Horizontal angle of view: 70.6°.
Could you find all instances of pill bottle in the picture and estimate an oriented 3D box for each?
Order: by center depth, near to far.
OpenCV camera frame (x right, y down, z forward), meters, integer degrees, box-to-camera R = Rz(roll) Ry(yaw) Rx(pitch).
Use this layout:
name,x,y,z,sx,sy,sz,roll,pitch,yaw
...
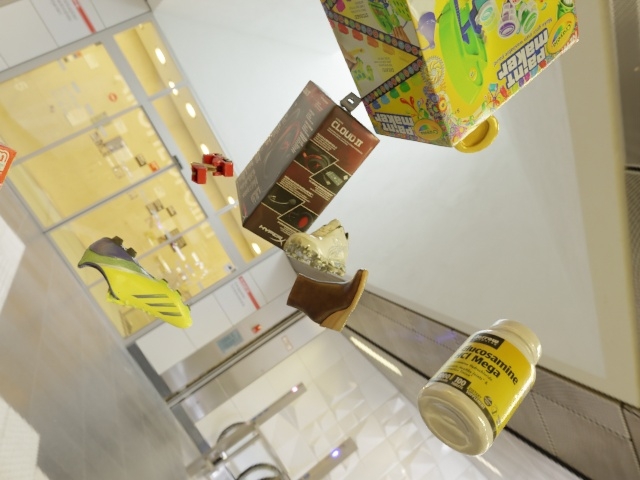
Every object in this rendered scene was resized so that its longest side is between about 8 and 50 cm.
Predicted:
name,x,y,z,sx,sy,sz,roll,pitch,yaw
pill bottle,0.405,0.343,1.117,0.188,0.334,0.188,31,-42,33

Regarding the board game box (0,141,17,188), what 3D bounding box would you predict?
name,x,y,z,sx,sy,sz,roll,pitch,yaw
board game box,-0.377,-0.105,0.350,0.193,0.045,0.147,28,3,6

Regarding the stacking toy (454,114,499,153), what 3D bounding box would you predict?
name,x,y,z,sx,sy,sz,roll,pitch,yaw
stacking toy,0.340,-0.390,1.108,0.130,0.279,0.309,-96,-159,-43

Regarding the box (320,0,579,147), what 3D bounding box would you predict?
name,x,y,z,sx,sy,sz,roll,pitch,yaw
box,0.182,-0.337,0.637,0.177,0.290,0.279,30,-24,53

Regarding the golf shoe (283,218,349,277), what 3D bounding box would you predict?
name,x,y,z,sx,sy,sz,roll,pitch,yaw
golf shoe,0.000,0.000,0.706,0.069,0.086,0.176,16,-7,21

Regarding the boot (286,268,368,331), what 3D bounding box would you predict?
name,x,y,z,sx,sy,sz,roll,pitch,yaw
boot,0.018,0.156,1.419,0.206,0.248,0.090,29,23,6

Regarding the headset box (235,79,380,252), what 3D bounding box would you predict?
name,x,y,z,sx,sy,sz,roll,pitch,yaw
headset box,-0.030,-0.157,0.851,0.110,0.293,0.218,32,17,-27

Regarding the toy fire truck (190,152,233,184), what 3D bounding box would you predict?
name,x,y,z,sx,sy,sz,roll,pitch,yaw
toy fire truck,-0.330,-0.216,1.333,0.192,0.135,0.047,36,-53,51

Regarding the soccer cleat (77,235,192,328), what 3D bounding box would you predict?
name,x,y,z,sx,sy,sz,roll,pitch,yaw
soccer cleat,-0.422,0.118,1.039,0.289,0.121,0.093,47,-35,-15
